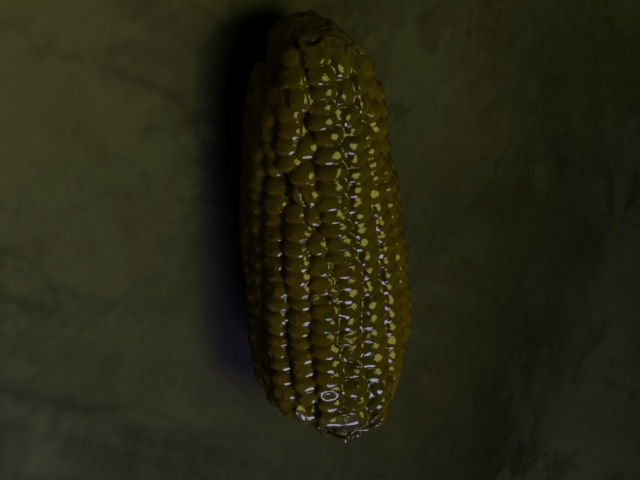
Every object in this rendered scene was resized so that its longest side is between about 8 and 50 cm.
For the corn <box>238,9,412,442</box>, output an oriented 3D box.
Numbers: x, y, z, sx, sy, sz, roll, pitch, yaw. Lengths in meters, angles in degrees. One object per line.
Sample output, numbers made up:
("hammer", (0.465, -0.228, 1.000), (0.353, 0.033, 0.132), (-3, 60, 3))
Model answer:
("corn", (0.000, 0.000, 0.996), (0.097, 0.097, 0.261), (-26, 123, -36))
